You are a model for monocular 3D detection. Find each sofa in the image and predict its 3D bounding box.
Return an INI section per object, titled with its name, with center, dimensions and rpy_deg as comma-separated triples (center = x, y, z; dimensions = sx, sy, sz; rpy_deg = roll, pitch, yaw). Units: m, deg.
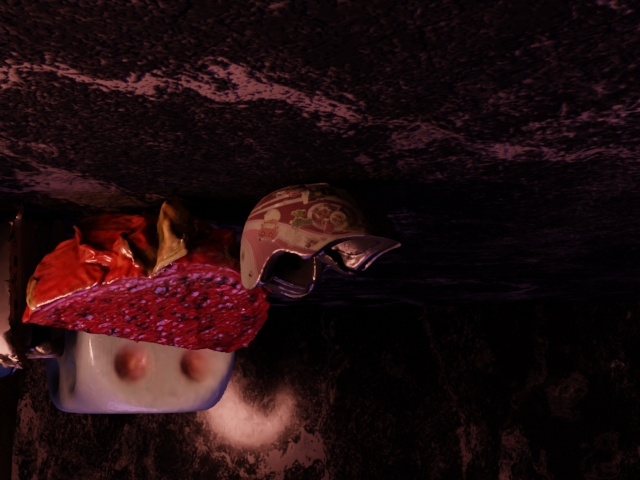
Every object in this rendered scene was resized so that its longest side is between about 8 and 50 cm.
[sofa]
center = -0.447, 0.066, 1.213
dimensions = 0.258, 0.200, 0.182
rpy_deg = -3, 170, 2

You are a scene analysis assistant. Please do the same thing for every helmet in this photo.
[helmet]
center = -0.010, -0.011, 1.067
dimensions = 0.177, 0.107, 0.153
rpy_deg = -24, 162, 18

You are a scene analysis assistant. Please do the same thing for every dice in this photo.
[dice]
center = -0.313, 0.160, 1.673
dimensions = 0.262, 0.268, 0.265
rpy_deg = 3, 172, -30

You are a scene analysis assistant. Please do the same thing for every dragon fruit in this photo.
[dragon fruit]
center = -0.179, 0.019, 1.186
dimensions = 0.205, 0.152, 0.317
rpy_deg = -32, 146, 34

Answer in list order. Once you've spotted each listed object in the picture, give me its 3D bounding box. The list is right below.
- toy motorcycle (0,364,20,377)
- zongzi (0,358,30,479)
[toy motorcycle]
center = -0.487, 0.168, 1.354
dimensions = 0.232, 0.416, 0.172
rpy_deg = 18, 127, -21
[zongzi]
center = -0.671, 0.255, 1.418
dimensions = 0.467, 0.218, 0.500
rpy_deg = 26, -159, -26
